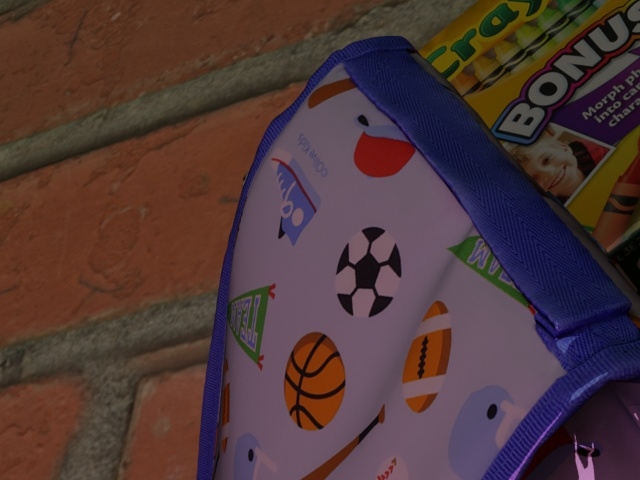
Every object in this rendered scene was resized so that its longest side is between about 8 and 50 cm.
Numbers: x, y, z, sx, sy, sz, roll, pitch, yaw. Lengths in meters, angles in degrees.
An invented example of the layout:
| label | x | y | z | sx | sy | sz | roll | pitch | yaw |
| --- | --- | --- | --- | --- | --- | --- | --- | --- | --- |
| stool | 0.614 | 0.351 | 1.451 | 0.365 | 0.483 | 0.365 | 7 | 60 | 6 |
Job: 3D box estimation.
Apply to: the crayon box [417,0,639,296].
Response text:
| label | x | y | z | sx | sy | sz | roll | pitch | yaw |
| --- | --- | --- | --- | --- | --- | --- | --- | --- | --- |
| crayon box | 0.226 | -0.103 | 1.202 | 0.363 | 0.106 | 0.313 | -40 | 39 | 5 |

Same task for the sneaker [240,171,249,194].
| label | x | y | z | sx | sy | sz | roll | pitch | yaw |
| --- | --- | --- | --- | --- | --- | --- | --- | --- | --- |
| sneaker | 0.000 | 0.000 | 1.322 | 0.106 | 0.078 | 0.234 | -33 | 38 | 16 |

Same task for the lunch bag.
| label | x | y | z | sx | sy | sz | roll | pitch | yaw |
| --- | --- | --- | --- | --- | --- | --- | --- | --- | --- |
| lunch bag | 0.075 | 0.122 | 0.904 | 0.239 | 0.385 | 0.328 | -9 | 35 | -19 |
